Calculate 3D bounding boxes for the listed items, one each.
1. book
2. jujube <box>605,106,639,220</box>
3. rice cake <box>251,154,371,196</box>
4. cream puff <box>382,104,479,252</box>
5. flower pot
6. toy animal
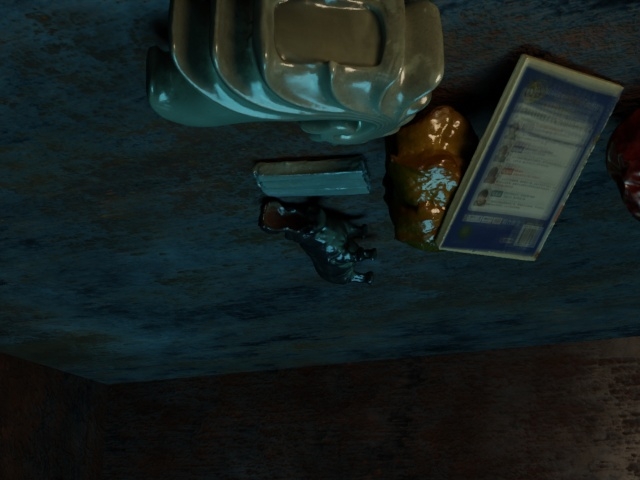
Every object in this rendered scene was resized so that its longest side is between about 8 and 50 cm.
[{"bbox_3d":[0.326,-0.117,1.387,0.228,0.018,0.323,8,115,-35],"label":"book"},{"bbox_3d":[0.633,-0.142,1.409,0.341,0.216,0.216,-12,159,7],"label":"jujube"},{"bbox_3d":[-0.017,-0.118,1.662,0.211,0.038,0.124,-4,161,9],"label":"rice cake"},{"bbox_3d":[0.182,-0.107,1.458,0.154,0.241,0.269,-5,132,-1],"label":"cream puff"},{"bbox_3d":[-0.038,-0.230,1.166,0.367,0.165,0.254,3,165,-15],"label":"flower pot"},{"bbox_3d":[0.012,-0.003,1.895,0.168,0.106,0.343,-3,155,28],"label":"toy animal"}]
